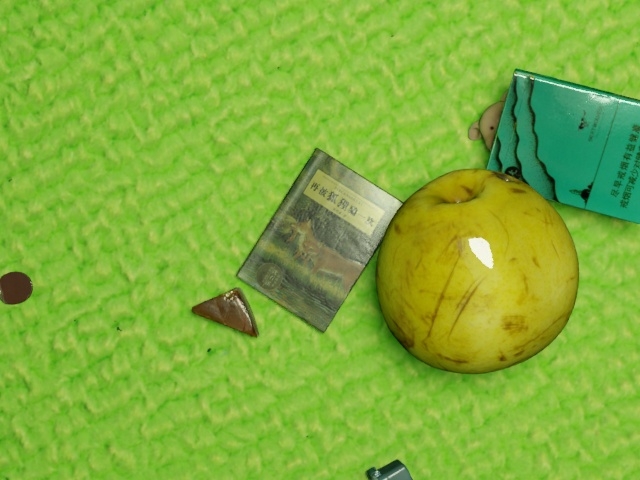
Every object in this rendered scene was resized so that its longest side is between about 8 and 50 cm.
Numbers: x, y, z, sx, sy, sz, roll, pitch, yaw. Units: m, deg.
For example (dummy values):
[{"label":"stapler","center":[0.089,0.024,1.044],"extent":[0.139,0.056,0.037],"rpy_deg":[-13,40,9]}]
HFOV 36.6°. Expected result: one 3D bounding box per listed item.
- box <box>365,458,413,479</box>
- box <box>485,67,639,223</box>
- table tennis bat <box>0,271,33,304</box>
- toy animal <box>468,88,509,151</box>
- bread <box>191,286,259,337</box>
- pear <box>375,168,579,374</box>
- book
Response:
[{"label":"box","center":[0.115,0.370,1.415],"extent":[0.054,0.074,0.099],"rpy_deg":[-30,90,-6]},{"label":"box","center":[0.350,-0.127,1.308],"extent":[0.226,0.042,0.161],"rpy_deg":[16,109,9]},{"label":"table tennis bat","center":[-0.480,0.075,1.479],"extent":[0.083,0.007,0.050],"rpy_deg":[-11,91,2]},{"label":"toy animal","center":[0.277,-0.138,1.389],"extent":[0.083,0.089,0.150],"rpy_deg":[-27,86,-16]},{"label":"bread","center":[-0.131,0.099,1.437],"extent":[0.109,0.043,0.062],"rpy_deg":[23,95,4]},{"label":"pear","center":[0.205,0.041,1.294],"extent":[0.280,0.281,0.281],"rpy_deg":[0,92,4]},{"label":"book","center":[0.000,0.000,1.435],"extent":[0.160,0.024,0.228],"rpy_deg":[33,94,5]}]
